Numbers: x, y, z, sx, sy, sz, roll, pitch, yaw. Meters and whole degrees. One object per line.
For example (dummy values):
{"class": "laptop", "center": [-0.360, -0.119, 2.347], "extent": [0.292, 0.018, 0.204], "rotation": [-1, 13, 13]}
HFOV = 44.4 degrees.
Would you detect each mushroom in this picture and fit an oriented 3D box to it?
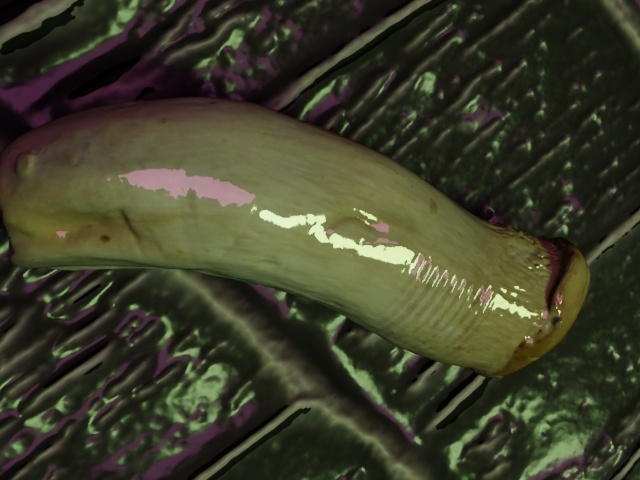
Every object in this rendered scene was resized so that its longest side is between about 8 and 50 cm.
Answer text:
{"class": "mushroom", "center": [0.000, 0.000, 0.449], "extent": [0.351, 0.095, 0.123], "rotation": [16, 109, -21]}
